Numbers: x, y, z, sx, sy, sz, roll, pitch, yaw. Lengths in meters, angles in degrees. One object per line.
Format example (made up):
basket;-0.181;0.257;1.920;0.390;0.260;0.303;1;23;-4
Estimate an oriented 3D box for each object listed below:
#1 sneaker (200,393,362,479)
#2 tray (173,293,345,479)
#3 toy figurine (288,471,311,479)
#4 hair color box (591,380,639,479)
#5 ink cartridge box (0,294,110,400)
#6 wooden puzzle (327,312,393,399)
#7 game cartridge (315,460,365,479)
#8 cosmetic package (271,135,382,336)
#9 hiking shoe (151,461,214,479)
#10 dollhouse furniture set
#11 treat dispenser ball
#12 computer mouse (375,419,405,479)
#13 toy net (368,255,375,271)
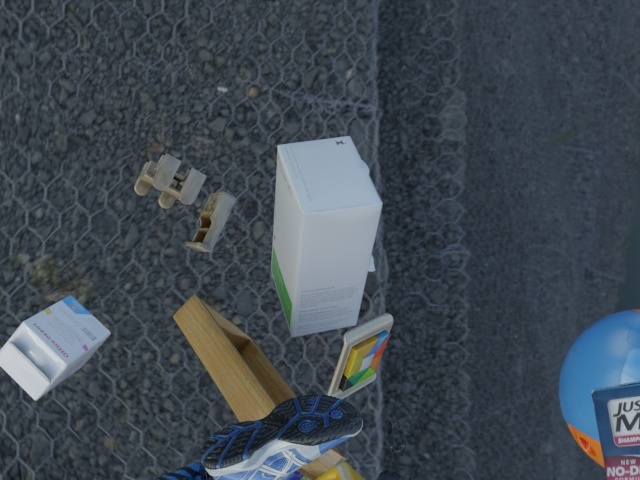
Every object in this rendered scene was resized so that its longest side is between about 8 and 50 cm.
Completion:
sneaker;-0.046;0.266;0.892;0.211;0.080;0.081;-16;121;-3
tray;-0.131;0.276;1.317;0.076;0.411;0.203;-45;130;-2
toy figurine;0.007;0.514;1.345;0.191;0.217;0.363;-33;145;-3
hair color box;0.343;0.298;0.574;0.173;0.105;0.348;18;60;-42
ink cartridge box;-0.410;0.163;1.041;0.092;0.143;0.090;44;110;0
wooden puzzle;0.124;0.347;2.002;0.220;0.044;0.239;-18;128;-45
game cartridge;0.127;0.365;0.542;0.052;0.285;0.324;-36;119;2
cosmetic package;0.000;0.000;1.354;0.155;0.366;0.197;-9;47;-14
hiking shoe;-0.237;0.427;1.149;0.132;0.304;0.113;-29;85;1
dollhouse furniture set;-0.372;-0.094;1.800;0.242;0.212;0.161;30;77;-25
treat dispenser ball;0.550;0.258;1.146;0.288;0.288;0.289;3;83;-26
computer mouse;0.181;0.585;1.763;0.071;0.041;0.242;3;63;15
toy net;0.071;0.010;1.755;0.122;0.045;0.232;-15;49;-35
